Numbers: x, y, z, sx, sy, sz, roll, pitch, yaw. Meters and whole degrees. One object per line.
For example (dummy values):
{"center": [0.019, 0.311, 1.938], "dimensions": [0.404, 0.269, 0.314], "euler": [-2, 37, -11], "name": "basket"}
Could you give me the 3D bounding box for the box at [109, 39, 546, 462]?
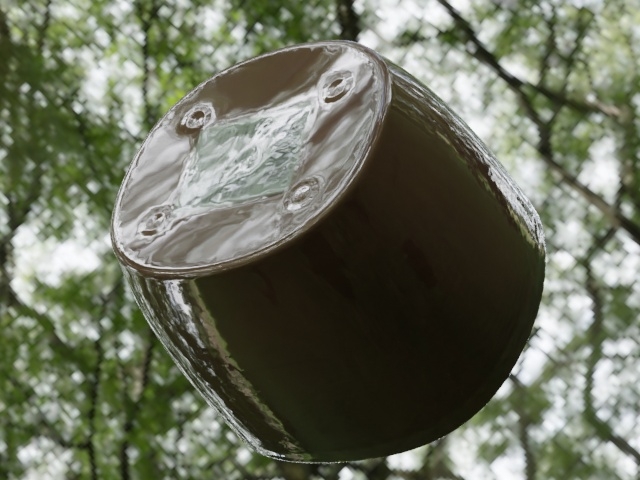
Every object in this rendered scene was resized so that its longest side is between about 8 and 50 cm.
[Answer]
{"center": [0.000, 0.000, 1.117], "dimensions": [0.301, 0.301, 0.216], "euler": [-43, -50, -6], "name": "box"}
